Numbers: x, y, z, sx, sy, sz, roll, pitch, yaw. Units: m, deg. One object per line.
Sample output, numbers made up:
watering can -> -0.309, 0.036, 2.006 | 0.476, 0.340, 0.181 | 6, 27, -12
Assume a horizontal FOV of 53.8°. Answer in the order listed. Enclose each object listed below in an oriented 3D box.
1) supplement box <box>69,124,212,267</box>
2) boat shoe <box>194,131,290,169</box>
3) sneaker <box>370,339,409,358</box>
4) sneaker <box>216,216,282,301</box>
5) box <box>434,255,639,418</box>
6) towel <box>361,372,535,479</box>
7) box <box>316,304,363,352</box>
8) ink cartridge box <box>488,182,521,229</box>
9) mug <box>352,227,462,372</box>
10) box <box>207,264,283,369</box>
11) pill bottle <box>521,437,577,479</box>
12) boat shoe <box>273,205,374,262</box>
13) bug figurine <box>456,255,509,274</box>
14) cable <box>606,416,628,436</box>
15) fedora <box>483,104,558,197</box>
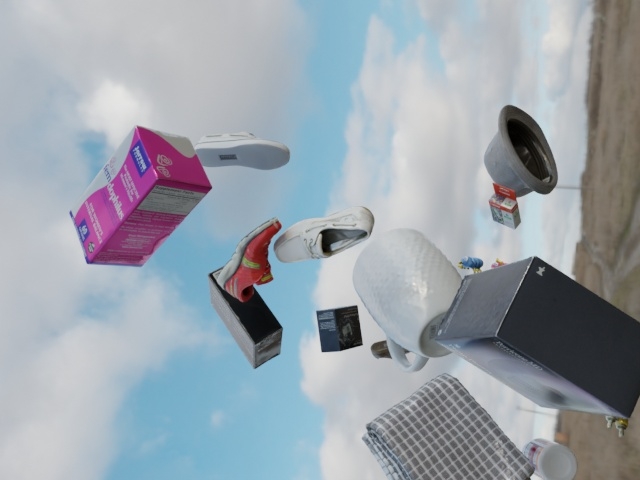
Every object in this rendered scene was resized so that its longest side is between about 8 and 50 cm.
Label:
supplement box -> -0.293, -0.065, 1.018 | 0.113, 0.220, 0.111 | 7, -133, -52
boat shoe -> -0.199, -0.242, 1.620 | 0.095, 0.257, 0.084 | 84, -166, -50
sneaker -> 0.284, 0.404, 2.357 | 0.066, 0.188, 0.071 | -82, -23, -44
sneaker -> -0.158, 0.052, 1.626 | 0.107, 0.118, 0.279 | -36, -15, -53
box -> 0.431, 0.195, 1.250 | 0.183, 0.296, 0.294 | -60, 4, -16
towel -> 0.257, 0.431, 1.261 | 0.235, 0.284, 0.121 | -25, -31, -29
box -> 0.073, 0.328, 2.358 | 0.156, 0.093, 0.159 | -2, -97, -53
ink cartridge box -> 0.421, -0.078, 1.450 | 0.029, 0.062, 0.115 | -48, -40, -15
mug -> 0.267, 0.204, 1.802 | 0.328, 0.276, 0.374 | -123, 38, -53
box -> -0.221, 0.217, 1.844 | 0.103, 0.261, 0.184 | -27, -26, -24
pill bottle -> 0.504, 0.488, 1.406 | 0.152, 0.086, 0.086 | 87, -168, -80
boat shoe -> 0.000, 0.000, 1.555 | 0.098, 0.276, 0.096 | 57, -158, -26
bug figurine -> 0.561, 0.117, 1.925 | 0.216, 0.279, 0.072 | 5, -66, -40
cable -> 0.870, 0.419, 1.824 | 0.140, 0.072, 0.287 | 56, -137, -11
fedora -> 0.542, -0.227, 1.761 | 0.243, 0.124, 0.276 | 13, -124, -36
